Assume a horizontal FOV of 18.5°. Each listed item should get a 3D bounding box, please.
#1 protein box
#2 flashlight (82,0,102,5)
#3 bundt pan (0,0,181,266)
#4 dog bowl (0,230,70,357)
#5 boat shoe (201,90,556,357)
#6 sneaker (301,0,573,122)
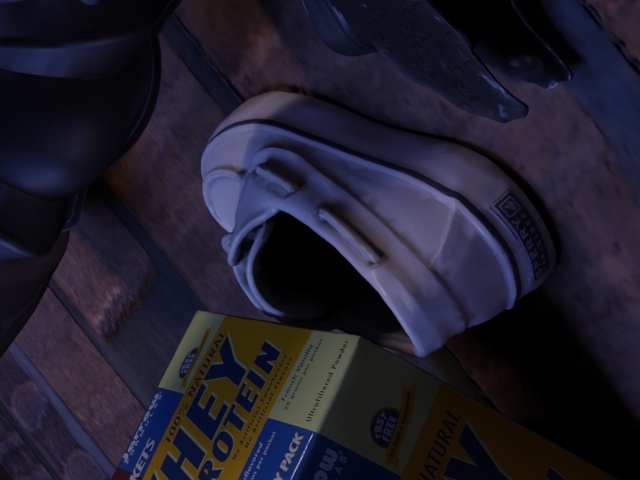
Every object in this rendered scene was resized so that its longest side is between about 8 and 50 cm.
[{"bbox_3d":[0.028,0.140,0.915,0.201,0.136,0.200,30,170,-22],"label":"protein box"},{"bbox_3d":[-0.068,-0.190,0.621,0.103,0.103,0.304,13,157,-17],"label":"flashlight"},{"bbox_3d":[-0.220,-0.100,0.833,0.331,0.331,0.124,59,-175,-21],"label":"bundt pan"},{"bbox_3d":[-0.308,-0.057,1.244,0.349,0.102,0.349,38,-158,-18],"label":"dog bowl"},{"bbox_3d":[0.000,0.000,0.907,0.267,0.088,0.096,22,145,56],"label":"boat shoe"},{"bbox_3d":[0.020,-0.120,0.702,0.089,0.051,0.170,2,124,53],"label":"sneaker"}]
